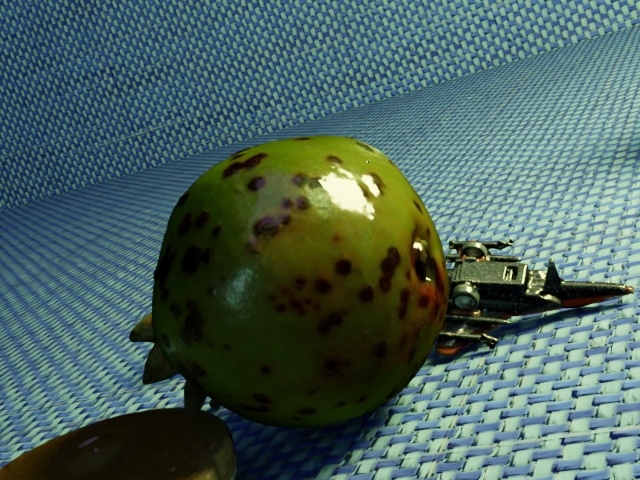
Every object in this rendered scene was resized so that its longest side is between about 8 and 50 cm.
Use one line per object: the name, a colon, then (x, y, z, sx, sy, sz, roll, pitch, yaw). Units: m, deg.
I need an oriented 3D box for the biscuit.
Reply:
biscuit: (-0.151, 0.179, 0.722, 0.208, 0.049, 0.181, -11, 15, 31)

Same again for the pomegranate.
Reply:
pomegranate: (-0.041, 0.054, 0.772, 0.286, 0.231, 0.231, -38, 6, 21)

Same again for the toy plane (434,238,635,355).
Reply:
toy plane: (0.153, 0.038, 0.839, 0.189, 0.061, 0.130, -9, 39, 27)
